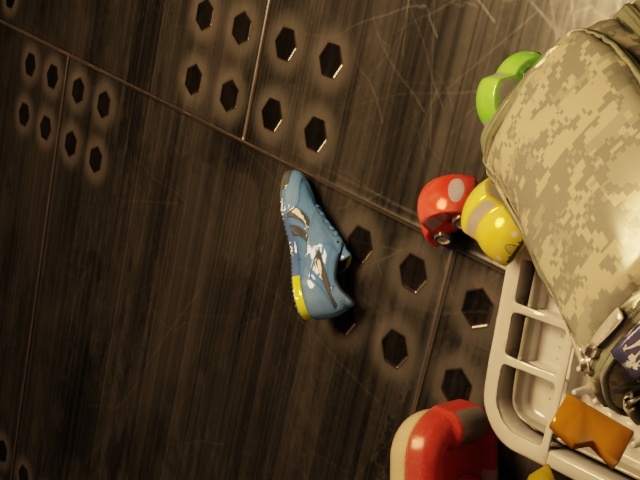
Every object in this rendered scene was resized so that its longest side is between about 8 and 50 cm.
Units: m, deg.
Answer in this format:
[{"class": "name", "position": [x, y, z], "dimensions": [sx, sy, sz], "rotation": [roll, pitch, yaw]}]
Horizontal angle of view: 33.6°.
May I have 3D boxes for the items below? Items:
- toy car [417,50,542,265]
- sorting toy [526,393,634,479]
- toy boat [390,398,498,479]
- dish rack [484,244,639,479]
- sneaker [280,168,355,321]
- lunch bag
[{"class": "toy car", "position": [0.171, -0.095, 1.106], "dimensions": [0.239, 0.053, 0.224], "rotation": [-157, 85, -74]}, {"class": "sorting toy", "position": [0.292, 0.255, 0.806], "dimensions": [0.307, 0.229, 0.041], "rotation": [30, 158, 14]}, {"class": "toy boat", "position": [0.165, 0.288, 1.109], "dimensions": [0.151, 0.151, 0.231], "rotation": [2, 94, 40]}, {"class": "dish rack", "position": [0.312, 0.103, 0.977], "dimensions": [0.333, 0.072, 0.285], "rotation": [22, 107, 48]}, {"class": "sneaker", "position": [0.000, 0.000, 1.361], "dimensions": [0.082, 0.069, 0.209], "rotation": [-16, 67, 16]}, {"class": "lunch bag", "position": [0.273, -0.034, 0.790], "dimensions": [0.256, 0.212, 0.305], "rotation": [-31, 40, 13]}]
